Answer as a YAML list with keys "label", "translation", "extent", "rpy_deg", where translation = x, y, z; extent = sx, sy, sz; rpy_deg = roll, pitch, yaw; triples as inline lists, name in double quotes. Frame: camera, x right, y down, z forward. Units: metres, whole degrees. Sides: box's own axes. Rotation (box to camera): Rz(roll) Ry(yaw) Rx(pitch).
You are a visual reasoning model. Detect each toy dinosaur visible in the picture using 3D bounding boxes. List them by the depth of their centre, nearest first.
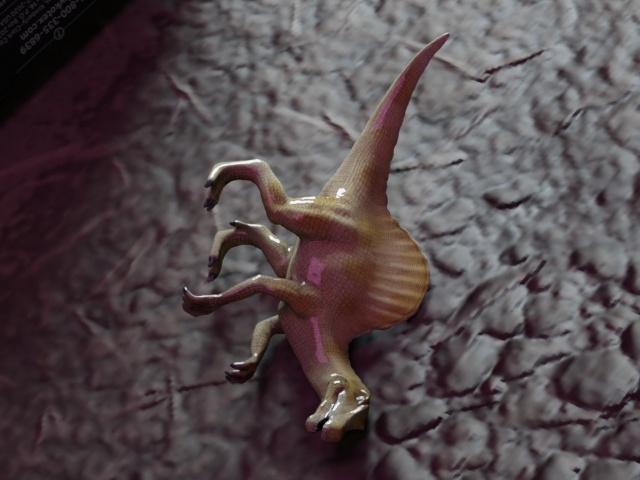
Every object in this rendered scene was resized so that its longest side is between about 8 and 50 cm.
- label: "toy dinosaur"
  translation: [0.000, 0.000, 0.664]
  extent: [0.093, 0.053, 0.183]
  rpy_deg: [9, 63, 7]

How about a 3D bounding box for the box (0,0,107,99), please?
- label: "box"
  translation: [-0.200, -0.158, 0.775]
  extent: [0.142, 0.163, 0.247]
  rpy_deg: [29, 67, 39]
